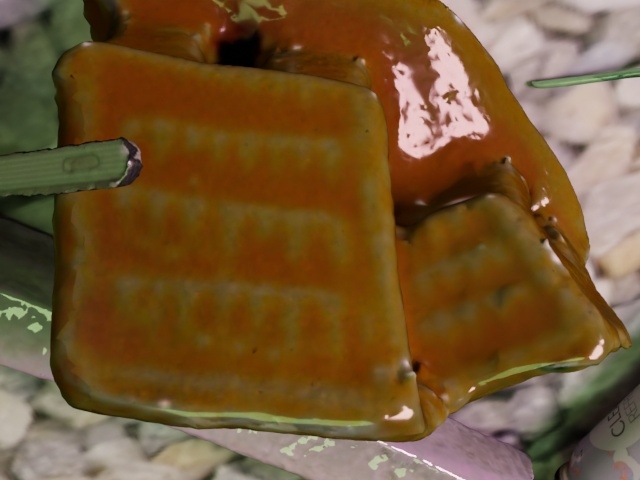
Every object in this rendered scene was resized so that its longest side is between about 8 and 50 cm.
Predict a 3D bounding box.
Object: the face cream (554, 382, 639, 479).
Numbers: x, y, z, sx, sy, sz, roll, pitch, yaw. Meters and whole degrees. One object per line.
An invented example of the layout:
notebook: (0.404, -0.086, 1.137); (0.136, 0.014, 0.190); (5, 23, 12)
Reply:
face cream: (0.212, 0.099, 0.615); (0.075, 0.075, 0.229); (32, 112, -17)

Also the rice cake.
rice cake: (-0.042, 0.083, 0.608); (0.364, 0.073, 0.056); (25, 113, -16)

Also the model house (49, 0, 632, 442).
model house: (0.011, -0.003, 0.463); (0.267, 0.239, 0.173); (6, 117, -3)

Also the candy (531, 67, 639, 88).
candy: (0.166, -0.086, 0.545); (0.122, 0.035, 0.035); (-9, 108, 14)

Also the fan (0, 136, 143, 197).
fan: (-0.183, 0.002, 0.461); (0.012, 0.294, 0.223); (1, 118, -45)
